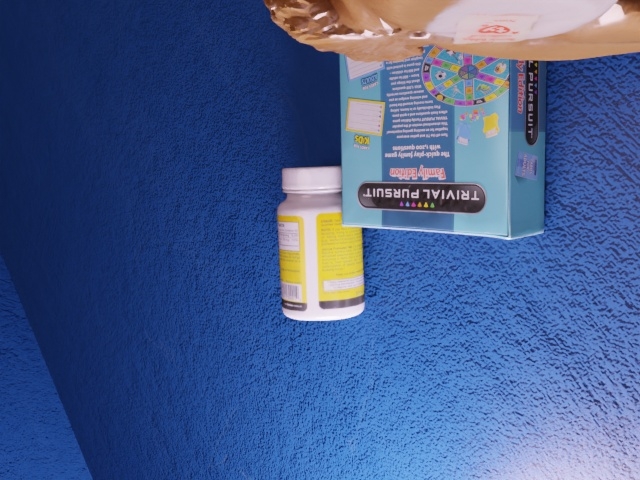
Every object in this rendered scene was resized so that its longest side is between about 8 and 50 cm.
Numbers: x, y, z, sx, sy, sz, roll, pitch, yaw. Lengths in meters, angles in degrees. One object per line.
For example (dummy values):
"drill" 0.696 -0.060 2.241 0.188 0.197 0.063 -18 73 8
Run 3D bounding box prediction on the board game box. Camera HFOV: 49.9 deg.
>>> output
"board game box" 0.137 -0.179 0.826 0.254 0.079 0.335 6 101 46

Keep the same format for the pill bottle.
"pill bottle" 0.000 0.000 0.970 0.119 0.119 0.208 4 99 46

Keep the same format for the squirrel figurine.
"squirrel figurine" 0.105 -0.338 0.520 0.397 0.281 0.370 1 90 44
